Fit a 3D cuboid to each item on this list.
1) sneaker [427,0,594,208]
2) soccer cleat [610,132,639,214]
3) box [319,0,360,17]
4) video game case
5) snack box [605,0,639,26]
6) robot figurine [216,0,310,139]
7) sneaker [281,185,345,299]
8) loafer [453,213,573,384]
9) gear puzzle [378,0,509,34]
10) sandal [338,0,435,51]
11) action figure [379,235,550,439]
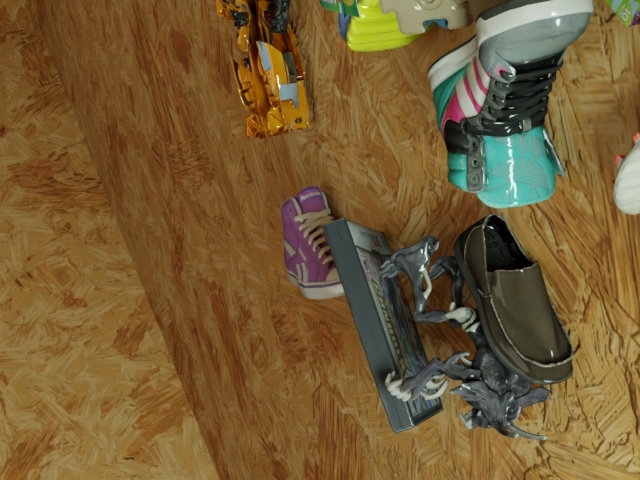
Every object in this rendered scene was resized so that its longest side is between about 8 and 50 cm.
[{"bbox_3d":[0.194,-0.126,1.064,0.295,0.124,0.178,144,115,-76],"label":"sneaker"},{"bbox_3d":[0.308,-0.074,0.906,0.076,0.068,0.196,60,151,27],"label":"soccer cleat"},{"bbox_3d":[0.036,-0.331,1.135,0.105,0.043,0.179,-143,55,-58],"label":"box"},{"bbox_3d":[0.090,0.110,1.435,0.248,0.035,0.274,15,-125,-75],"label":"video game case"},{"bbox_3d":[0.259,-0.271,0.930,0.141,0.037,0.100,61,156,30],"label":"snack box"},{"bbox_3d":[-0.096,-0.312,1.716,0.211,0.085,0.291,-1,103,67],"label":"robot figurine"},{"bbox_3d":[-0.001,0.000,1.678,0.282,0.102,0.161,-162,62,-65],"label":"sneaker"},{"bbox_3d":[0.216,0.061,1.201,0.078,0.080,0.220,104,144,-53],"label":"loafer"},{"bbox_3d":[0.111,-0.359,1.018,0.044,0.175,0.339,-69,-33,-47],"label":"gear puzzle"},{"bbox_3d":[0.094,-0.343,1.194,0.138,0.126,0.317,65,148,29],"label":"sandal"},{"bbox_3d":[0.169,0.136,1.274,0.141,0.164,0.275,-52,43,40],"label":"action figure"}]
